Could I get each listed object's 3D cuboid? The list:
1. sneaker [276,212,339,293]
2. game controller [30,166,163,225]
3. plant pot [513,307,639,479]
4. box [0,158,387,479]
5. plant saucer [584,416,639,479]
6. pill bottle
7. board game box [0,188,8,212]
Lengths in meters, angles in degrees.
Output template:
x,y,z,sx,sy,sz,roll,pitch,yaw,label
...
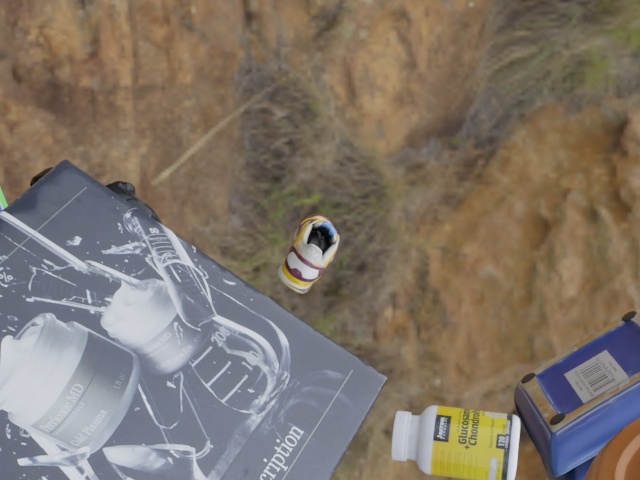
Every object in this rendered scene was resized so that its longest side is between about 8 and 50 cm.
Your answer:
x,y,z,sx,sy,sz,roll,pitch,yaw,label
0.000,0.000,1.639,0.084,0.069,0.185,-52,-172,30,sneaker
-0.261,0.004,1.530,0.319,0.166,0.067,73,31,-63,game controller
0.352,0.221,1.297,0.212,0.236,0.236,58,5,-13,plant pot
-0.173,0.162,0.841,0.343,0.312,0.179,-53,175,-49,box
0.303,0.194,0.945,0.037,0.199,0.200,63,37,-29,plant saucer
0.201,0.300,1.750,0.103,0.184,0.103,5,90,-81,pill bottle
-0.624,0.042,1.859,0.317,0.046,0.214,-29,109,-33,board game box
